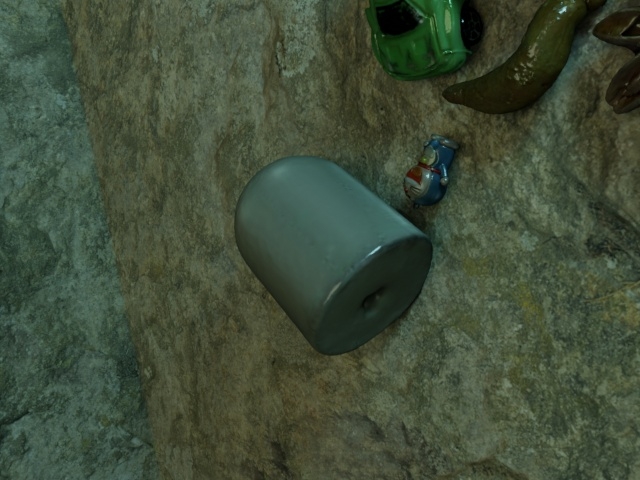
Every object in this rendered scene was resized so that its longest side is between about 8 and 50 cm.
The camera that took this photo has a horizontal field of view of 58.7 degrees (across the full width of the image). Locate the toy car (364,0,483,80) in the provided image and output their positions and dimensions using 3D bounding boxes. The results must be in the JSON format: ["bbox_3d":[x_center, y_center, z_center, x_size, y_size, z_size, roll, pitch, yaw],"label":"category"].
[{"bbox_3d":[0.163,-0.483,1.040,0.213,0.176,0.359,5,102,45],"label":"toy car"}]

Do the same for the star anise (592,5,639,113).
[{"bbox_3d":[0.527,-0.280,0.768,0.315,0.108,0.316,9,104,40],"label":"star anise"}]

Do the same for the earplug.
[{"bbox_3d":[0.000,0.000,1.214,0.394,0.312,0.313,46,127,33],"label":"earplug"}]

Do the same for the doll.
[{"bbox_3d":[0.216,-0.131,1.123,0.152,0.085,0.114,-67,30,18],"label":"doll"}]

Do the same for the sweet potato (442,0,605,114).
[{"bbox_3d":[0.342,-0.293,0.956,0.310,0.097,0.124,-39,49,44],"label":"sweet potato"}]
